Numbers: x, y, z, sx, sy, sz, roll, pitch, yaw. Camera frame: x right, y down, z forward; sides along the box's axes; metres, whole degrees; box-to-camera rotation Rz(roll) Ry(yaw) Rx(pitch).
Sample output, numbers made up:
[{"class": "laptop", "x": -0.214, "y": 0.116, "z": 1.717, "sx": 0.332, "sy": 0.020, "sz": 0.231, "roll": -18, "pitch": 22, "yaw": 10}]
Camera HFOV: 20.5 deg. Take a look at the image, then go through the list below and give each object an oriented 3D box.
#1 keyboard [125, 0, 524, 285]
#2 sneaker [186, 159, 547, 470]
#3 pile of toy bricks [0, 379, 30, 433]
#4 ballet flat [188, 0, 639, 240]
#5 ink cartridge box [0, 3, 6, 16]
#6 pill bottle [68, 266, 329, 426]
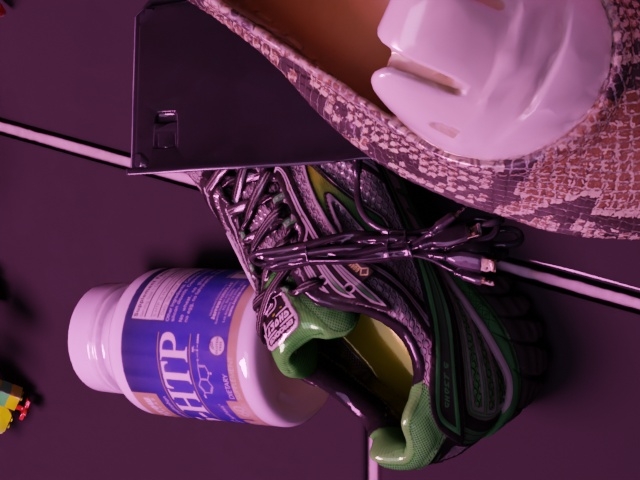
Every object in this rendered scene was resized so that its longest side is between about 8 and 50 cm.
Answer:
[{"class": "keyboard", "x": 0.025, "y": -0.068, "z": 1.100, "sx": 0.317, "sy": 0.033, "sz": 0.201, "roll": -3, "pitch": 80, "yaw": 22}, {"class": "sneaker", "x": 0.000, "y": 0.000, "z": 1.171, "sx": 0.343, "sy": 0.146, "sz": 0.134, "roll": 48, "pitch": 132, "yaw": 8}, {"class": "pile of toy bricks", "x": -0.300, "y": 0.131, "z": 1.504, "sx": 0.105, "sy": 0.118, "sz": 0.212, "roll": 21, "pitch": 121, "yaw": -13}, {"class": "ballet flat", "x": 0.021, "y": -0.144, "z": 1.000, "sx": 0.483, "sy": 0.182, "sz": 0.164, "roll": 32, "pitch": 95, "yaw": 23}, {"class": "ink cartridge box", "x": -0.367, "y": -0.206, "z": 1.341, "sx": 0.231, "sy": 0.134, "sz": 0.078, "roll": 44, "pitch": 130, "yaw": 11}, {"class": "pill bottle", "x": -0.089, "y": 0.075, "z": 1.299, "sx": 0.187, "sy": 0.112, "sz": 0.112, "roll": 1, "pitch": 113, "yaw": 37}]
